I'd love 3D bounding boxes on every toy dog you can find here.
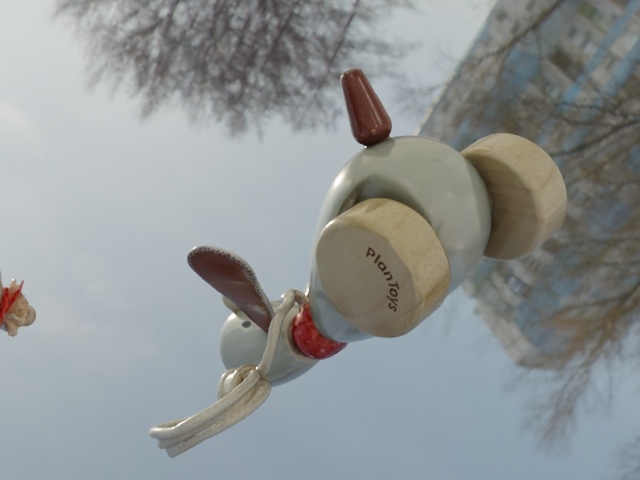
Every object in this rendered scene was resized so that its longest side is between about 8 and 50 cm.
[{"bbox_3d":[0.000,0.000,0.747,0.161,0.333,0.220,60,-149,3],"label":"toy dog"}]

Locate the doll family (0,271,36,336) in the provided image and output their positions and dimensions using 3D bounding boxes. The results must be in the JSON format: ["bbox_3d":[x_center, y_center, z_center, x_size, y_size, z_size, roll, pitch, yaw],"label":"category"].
[{"bbox_3d":[-0.278,0.031,0.534,0.263,0.163,0.118,28,-123,-28],"label":"doll family"}]
